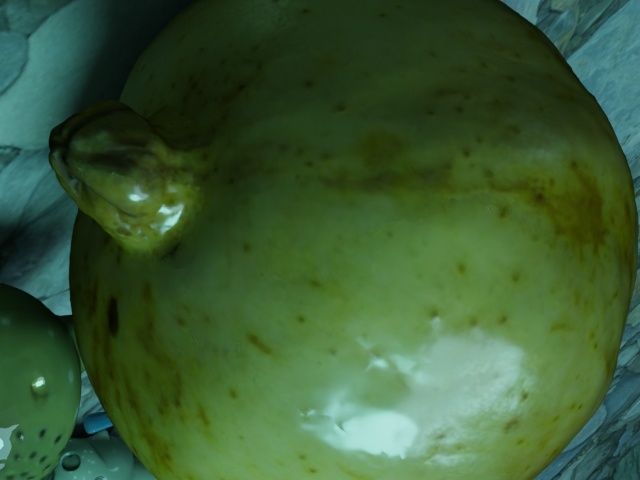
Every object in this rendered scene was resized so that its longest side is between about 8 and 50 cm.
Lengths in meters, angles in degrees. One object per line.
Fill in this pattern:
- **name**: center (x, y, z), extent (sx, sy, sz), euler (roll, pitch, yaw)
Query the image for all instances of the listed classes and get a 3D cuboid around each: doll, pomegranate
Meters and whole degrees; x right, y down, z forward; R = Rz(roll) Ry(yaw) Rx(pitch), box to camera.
- **doll**: center (-0.271, 0.096, 0.946), extent (0.177, 0.161, 0.260), euler (-48, 149, 13)
- **pomegranate**: center (0.000, 0.000, 0.932), extent (0.410, 0.410, 0.410), euler (-30, 151, -18)

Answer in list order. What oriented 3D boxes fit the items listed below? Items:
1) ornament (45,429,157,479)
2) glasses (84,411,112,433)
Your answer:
- **ornament**: center (-0.193, 0.208, 1.308), extent (0.156, 0.074, 0.081), euler (16, 89, -57)
- **glasses**: center (-0.166, 0.079, 1.186), extent (0.220, 0.088, 0.189), euler (-30, 160, 27)
